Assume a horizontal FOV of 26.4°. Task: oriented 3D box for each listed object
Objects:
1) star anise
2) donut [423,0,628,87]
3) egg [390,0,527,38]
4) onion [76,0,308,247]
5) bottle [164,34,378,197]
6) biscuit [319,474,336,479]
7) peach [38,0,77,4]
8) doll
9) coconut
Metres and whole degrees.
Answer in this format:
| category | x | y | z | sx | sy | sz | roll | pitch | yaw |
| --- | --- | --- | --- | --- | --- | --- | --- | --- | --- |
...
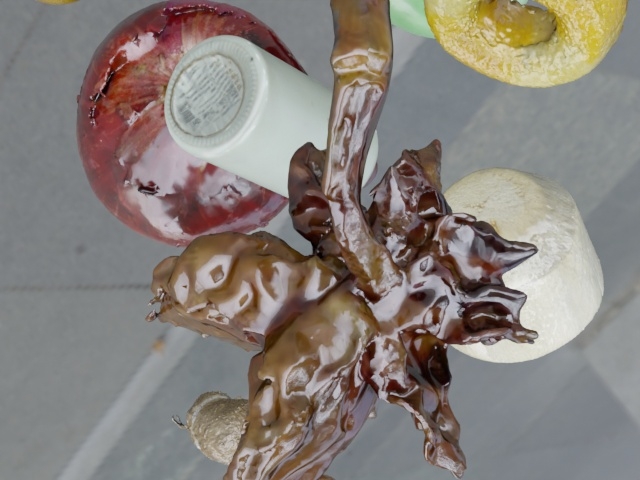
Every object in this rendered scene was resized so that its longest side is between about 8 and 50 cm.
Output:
| category | x | y | z | sx | sy | sz | roll | pitch | yaw |
| --- | --- | --- | --- | --- | --- | --- | --- | --- | --- |
| star anise | 0.005 | -0.004 | 0.755 | 0.148 | 0.237 | 0.346 | -10 | 112 | -62 |
| donut | 0.166 | -0.196 | 1.143 | 0.162 | 0.178 | 0.065 | 86 | 21 | -48 |
| egg | 0.162 | -0.380 | 1.831 | 0.270 | 0.220 | 0.220 | 25 | 120 | -23 |
| onion | -0.136 | -0.131 | 1.511 | 0.276 | 0.276 | 0.276 | -26 | 150 | -17 |
| bottle | -0.024 | -0.091 | 1.178 | 0.104 | 0.104 | 0.245 | -44 | 150 | 16 |
| biscuit | -0.092 | 0.225 | 0.869 | 0.250 | 0.036 | 0.165 | -6 | 113 | -30 |
| peach | -0.266 | -0.293 | 1.244 | 0.103 | 0.179 | 0.179 | -54 | 156 | -18 |
| doll | -0.131 | 0.298 | 2.122 | 0.115 | 0.221 | 0.105 | -10 | 101 | -40 |
| coconut | 0.248 | 0.045 | 1.802 | 0.237 | 0.237 | 0.266 | -35 | 134 | -1 |
